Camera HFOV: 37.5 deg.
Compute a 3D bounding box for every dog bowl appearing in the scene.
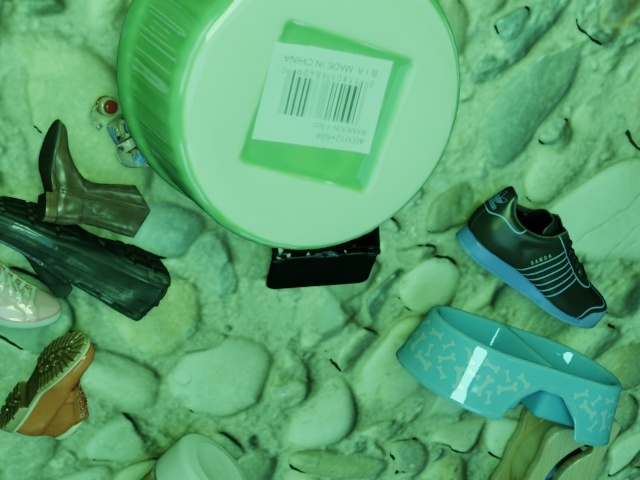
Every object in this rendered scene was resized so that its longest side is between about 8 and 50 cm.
[{"bbox_3d":[0.236,0.158,1.135,0.297,0.166,0.074,18,103,-23],"label":"dog bowl"}]

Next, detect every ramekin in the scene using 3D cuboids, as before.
[{"bbox_3d":[-0.021,-0.139,0.860,0.303,0.148,0.304,-10,117,-20],"label":"ramekin"}]

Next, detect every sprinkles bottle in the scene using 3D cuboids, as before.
[{"bbox_3d":[-0.247,0.392,1.166,0.355,0.121,0.121,-43,121,13],"label":"sprinkles bottle"}]

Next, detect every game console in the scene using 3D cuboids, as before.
[{"bbox_3d":[0.000,0.000,1.062,0.122,0.071,0.107,-4,91,-13],"label":"game console"}]

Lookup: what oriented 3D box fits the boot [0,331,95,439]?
[{"bbox_3d":[-0.287,0.167,1.063,0.084,0.059,0.158,29,118,-30],"label":"boot"}]

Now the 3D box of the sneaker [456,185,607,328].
[{"bbox_3d":[0.270,0.022,1.104,0.232,0.081,0.090,29,116,-26],"label":"sneaker"}]

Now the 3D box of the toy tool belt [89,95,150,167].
[{"bbox_3d":[-0.183,-0.105,0.924,0.052,0.051,0.083,-46,127,-22],"label":"toy tool belt"}]

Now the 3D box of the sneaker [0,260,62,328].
[{"bbox_3d":[-0.332,0.047,0.978,0.134,0.051,0.070,13,121,-17],"label":"sneaker"}]

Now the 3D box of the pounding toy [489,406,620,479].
[{"bbox_3d":[0.330,0.352,1.263,0.154,0.155,0.270,13,110,-19],"label":"pounding toy"}]

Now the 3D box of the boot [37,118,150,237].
[{"bbox_3d":[-0.225,-0.061,0.951,0.114,0.037,0.107,8,86,-38],"label":"boot"}]

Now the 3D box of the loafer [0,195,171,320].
[{"bbox_3d":[-0.261,0.023,0.968,0.223,0.076,0.078,27,103,-31],"label":"loafer"}]
